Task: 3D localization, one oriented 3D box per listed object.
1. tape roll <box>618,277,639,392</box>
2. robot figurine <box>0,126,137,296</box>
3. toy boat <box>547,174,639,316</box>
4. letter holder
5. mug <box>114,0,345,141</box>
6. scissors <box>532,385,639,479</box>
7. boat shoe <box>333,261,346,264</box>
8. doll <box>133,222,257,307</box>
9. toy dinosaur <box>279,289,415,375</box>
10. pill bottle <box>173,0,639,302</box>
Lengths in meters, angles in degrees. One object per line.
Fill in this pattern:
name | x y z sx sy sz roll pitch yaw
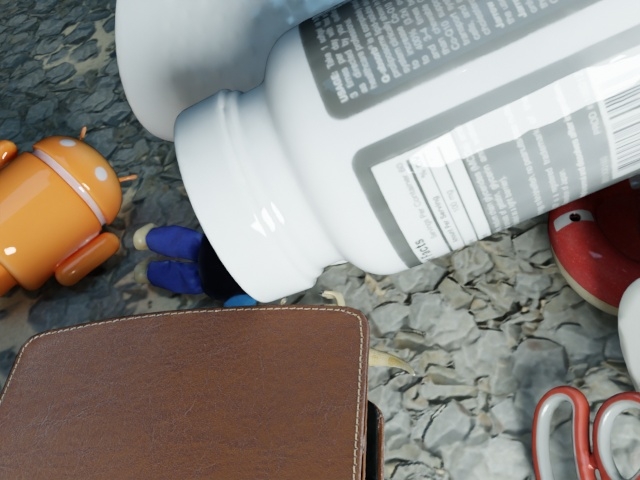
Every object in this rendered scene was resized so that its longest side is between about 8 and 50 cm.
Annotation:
tape roll | 0.333 0.089 0.454 0.169 0.246 0.246 -29 49 -5
robot figurine | -0.319 -0.033 0.837 0.158 0.128 0.219 26 63 40
toy boat | 0.310 -0.029 0.618 0.231 0.151 0.151 -12 49 8
letter holder | -0.098 0.179 0.583 0.302 0.152 0.214 -6 49 13
mug | 0.015 -0.253 0.807 0.328 0.276 0.374 13 63 16
scissors | 0.205 0.245 0.512 0.109 0.021 0.297 -21 58 42
boat shoe | 0.000 0.000 0.768 0.125 0.038 0.046 -15 49 6
doll | -0.106 0.018 0.754 0.189 0.129 0.046 6 10 27
toy dinosaur | 0.006 0.098 0.690 0.183 0.053 0.092 -7 66 22
pill bottle | 0.087 -0.099 0.567 0.363 0.210 0.210 -23 48 11
